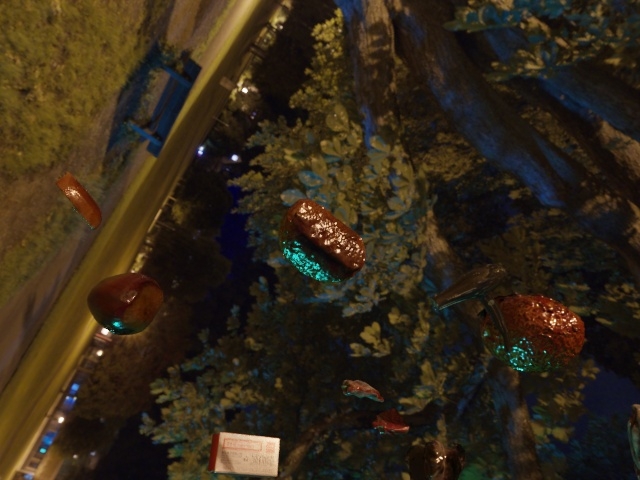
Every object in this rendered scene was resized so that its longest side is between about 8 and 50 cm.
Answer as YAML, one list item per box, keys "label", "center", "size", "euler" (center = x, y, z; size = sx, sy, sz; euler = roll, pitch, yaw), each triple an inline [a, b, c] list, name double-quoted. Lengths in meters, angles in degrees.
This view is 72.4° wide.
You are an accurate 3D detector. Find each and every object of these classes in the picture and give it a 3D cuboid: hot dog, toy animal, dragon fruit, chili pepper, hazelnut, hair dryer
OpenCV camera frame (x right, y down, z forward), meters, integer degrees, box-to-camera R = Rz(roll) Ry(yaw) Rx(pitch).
- label: "hot dog"
  center: [0.000, 0.002, 1.010]
  size: [0.099, 0.227, 0.160]
  euler: [-6, -133, 57]
- label: "toy animal"
  center: [0.292, 0.702, 1.147]
  size: [0.303, 0.194, 0.344]
  euler: [66, 28, -58]
- label: "dragon fruit"
  center: [0.250, 0.690, 1.613]
  size: [0.097, 0.131, 0.063]
  euler: [54, -40, 41]
- label: "chili pepper"
  center: [0.103, 0.373, 1.091]
  size: [0.050, 0.153, 0.041]
  euler: [32, -83, 57]
- label: "hazelnut"
  center: [-0.648, 0.201, 1.440]
  size: [0.229, 0.229, 0.229]
  euler: [-51, -160, 27]
- label: "hair dryer"
  center: [0.397, 0.182, 1.066]
  size: [0.195, 0.219, 0.075]
  euler: [-27, 174, -8]

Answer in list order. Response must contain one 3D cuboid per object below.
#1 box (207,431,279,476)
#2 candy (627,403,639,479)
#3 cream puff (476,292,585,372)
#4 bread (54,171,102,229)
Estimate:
- label: "box"
  center: [-0.251, 0.716, 1.457]
  size: [0.050, 0.229, 0.123]
  euler: [-48, -147, 49]
- label: "candy"
  center: [0.819, 0.528, 1.011]
  size: [0.157, 0.214, 0.289]
  euler: [-13, -91, 32]
- label: "cream puff"
  center: [0.729, 0.335, 1.508]
  size: [0.350, 0.350, 0.229]
  euler: [-44, -155, 42]
- label: "bread"
  center: [-0.534, -0.093, 0.972]
  size: [0.044, 0.129, 0.126]
  euler: [-39, -143, -17]
